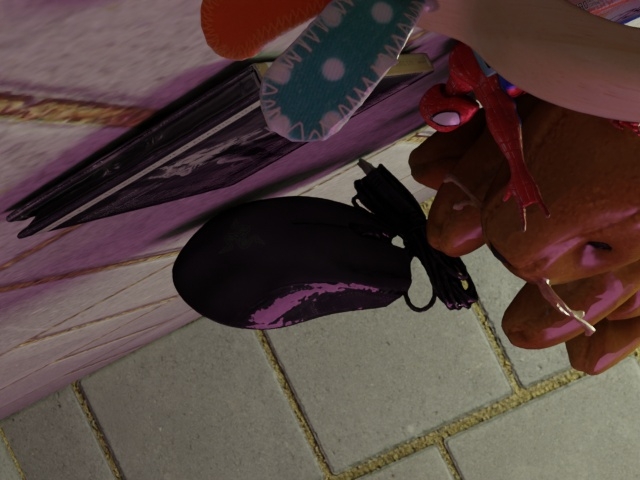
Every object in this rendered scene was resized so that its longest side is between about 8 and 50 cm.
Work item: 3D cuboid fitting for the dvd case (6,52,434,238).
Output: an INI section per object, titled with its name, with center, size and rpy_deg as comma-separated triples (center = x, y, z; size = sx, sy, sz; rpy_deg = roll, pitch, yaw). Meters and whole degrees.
[dvd case]
center = -0.045, -0.058, 0.646
size = 0.164, 0.018, 0.221
rpy_deg = -27, 178, 27

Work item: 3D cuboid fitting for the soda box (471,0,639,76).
[soda box]
center = 0.142, -0.135, 0.536
size = 0.183, 0.058, 0.063
rpy_deg = -24, 176, -33

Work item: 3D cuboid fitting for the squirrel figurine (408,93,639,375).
[squirrel figurine]
center = 0.269, -0.082, 0.945
size = 0.397, 0.281, 0.370
rpy_deg = -33, 168, 6

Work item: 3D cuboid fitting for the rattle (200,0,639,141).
[rattle]
center = 0.069, -0.107, 0.342
size = 0.200, 0.130, 0.143
rpy_deg = 1, 160, -10

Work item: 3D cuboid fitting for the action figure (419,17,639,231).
[action figure]
center = 0.186, -0.109, 0.713
size = 0.280, 0.139, 0.091
rpy_deg = -26, 177, 35

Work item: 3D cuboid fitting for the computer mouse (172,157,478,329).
[computer mouse]
center = 0.000, 0.000, 1.035
size = 0.272, 0.188, 0.072
rpy_deg = -12, 139, -30
